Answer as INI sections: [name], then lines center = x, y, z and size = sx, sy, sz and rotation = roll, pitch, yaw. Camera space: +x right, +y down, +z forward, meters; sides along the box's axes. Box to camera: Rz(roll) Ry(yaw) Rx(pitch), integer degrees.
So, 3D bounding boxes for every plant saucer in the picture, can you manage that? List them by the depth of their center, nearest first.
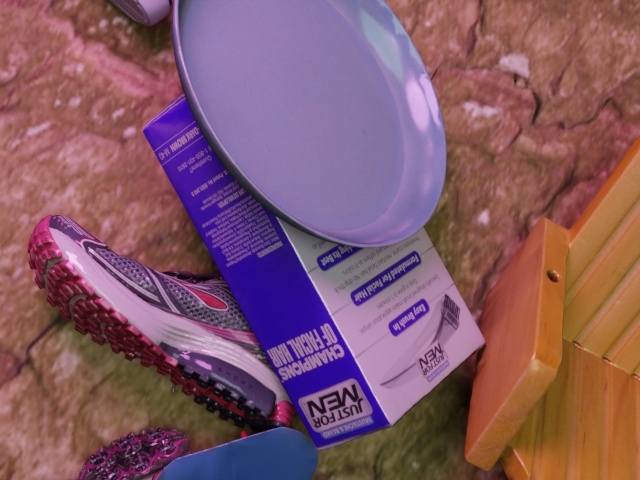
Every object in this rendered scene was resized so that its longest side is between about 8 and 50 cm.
[plant saucer]
center = -0.009, -0.136, 0.938
size = 0.318, 0.044, 0.317
rotation = 23, 55, -36

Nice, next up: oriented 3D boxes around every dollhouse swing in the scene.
[dollhouse swing]
center = 0.373, 0.098, 0.973
size = 0.347, 0.305, 0.315
rotation = 29, 39, -8

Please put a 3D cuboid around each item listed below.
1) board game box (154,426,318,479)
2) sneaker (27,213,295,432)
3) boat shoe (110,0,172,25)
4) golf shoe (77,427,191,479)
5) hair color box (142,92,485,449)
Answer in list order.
[board game box]
center = -0.087, 0.218, 1.002
size = 0.169, 0.133, 0.033
rotation = -15, 48, -13
[sneaker]
center = -0.140, 0.067, 0.996
size = 0.299, 0.121, 0.112
rotation = 35, 64, -17
[boat shoe]
center = -0.228, -0.348, 1.015
size = 0.094, 0.109, 0.302
rotation = -37, 90, -14
[golf shoe]
center = -0.200, 0.249, 0.996
size = 0.186, 0.067, 0.086
rotation = -32, 124, -17
[hair color box]
center = 0.000, 0.000, 0.987
size = 0.185, 0.110, 0.338
rotation = -29, 90, -49
